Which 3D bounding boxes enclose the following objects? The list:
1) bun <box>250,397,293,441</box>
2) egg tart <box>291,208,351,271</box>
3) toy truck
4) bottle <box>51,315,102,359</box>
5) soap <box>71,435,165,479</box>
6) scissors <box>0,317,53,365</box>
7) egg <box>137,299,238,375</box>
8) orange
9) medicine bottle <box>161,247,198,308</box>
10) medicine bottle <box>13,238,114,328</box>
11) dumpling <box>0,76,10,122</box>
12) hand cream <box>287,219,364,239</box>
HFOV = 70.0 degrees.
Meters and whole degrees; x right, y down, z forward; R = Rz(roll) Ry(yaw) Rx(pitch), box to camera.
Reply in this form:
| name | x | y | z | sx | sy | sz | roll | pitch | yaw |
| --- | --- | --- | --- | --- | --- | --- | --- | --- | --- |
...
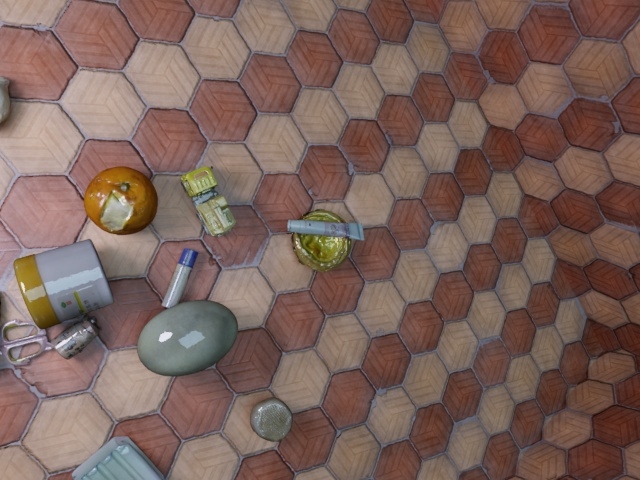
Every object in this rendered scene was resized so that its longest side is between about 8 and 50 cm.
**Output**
| name | x | y | z | sx | sy | sz | roll | pitch | yaw |
| --- | --- | --- | --- | --- | --- | --- | --- | --- | --- |
| bun | -0.199 | 0.712 | 1.829 | 0.167 | 0.113 | 0.172 | -12 | 94 | -19 |
| egg tart | 0.000 | 0.000 | 1.970 | 0.279 | 0.095 | 0.278 | 2 | 86 | -20 |
| toy truck | -0.417 | -0.147 | 1.735 | 0.124 | 0.157 | 0.272 | -28 | 100 | -24 |
| bottle | -0.818 | 0.325 | 1.555 | 0.152 | 0.099 | 0.098 | -40 | 105 | -20 |
| soap | -0.665 | 0.874 | 1.594 | 0.208 | 0.115 | 0.346 | -40 | 105 | -21 |
| scissors | -1.052 | 0.348 | 1.482 | 0.318 | 0.024 | 0.159 | -12 | 95 | -23 |
| egg | -0.469 | 0.346 | 1.632 | 0.353 | 0.259 | 0.258 | -17 | 95 | -28 |
| orange | -0.681 | -0.136 | 1.571 | 0.240 | 0.240 | 0.239 | 1 | 87 | -26 |
| medicine bottle | -0.528 | 0.144 | 1.722 | 0.059 | 0.059 | 0.230 | 24 | 78 | -23 |
| medicine bottle | -0.823 | 0.138 | 1.482 | 0.232 | 0.238 | 0.237 | -19 | 96 | -26 |
| dumpling | -1.080 | -0.435 | 1.450 | 0.167 | 0.126 | 0.215 | -1 | 91 | -10 |
| hand cream | 0.026 | -0.047 | 1.910 | 0.332 | 0.058 | 0.085 | 6 | 56 | -21 |
